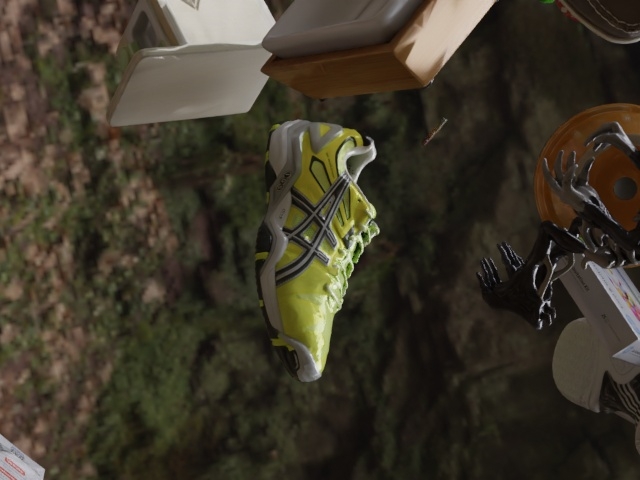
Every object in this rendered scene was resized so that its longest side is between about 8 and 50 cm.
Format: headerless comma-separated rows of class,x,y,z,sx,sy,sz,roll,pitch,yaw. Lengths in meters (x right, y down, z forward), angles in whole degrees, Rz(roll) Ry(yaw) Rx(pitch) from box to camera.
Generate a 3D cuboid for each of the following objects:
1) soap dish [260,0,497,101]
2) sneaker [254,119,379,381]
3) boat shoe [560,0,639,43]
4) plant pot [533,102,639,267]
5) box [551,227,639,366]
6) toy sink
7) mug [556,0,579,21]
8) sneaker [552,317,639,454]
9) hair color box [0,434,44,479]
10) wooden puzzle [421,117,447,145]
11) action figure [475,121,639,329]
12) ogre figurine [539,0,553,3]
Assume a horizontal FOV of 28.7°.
soap dish,0.079,-0.284,1.567,0.118,0.229,0.291,48,-23,-26
sneaker,0.000,0.000,1.674,0.145,0.147,0.384,65,24,-63
boat shoe,0.249,-0.342,1.209,0.097,0.116,0.324,-106,171,-84
plant pot,0.358,-0.063,1.484,0.188,0.205,0.205,-23,100,-81
box,0.318,0.069,1.357,0.186,0.038,0.145,20,36,-57
toy sink,-0.194,-0.262,1.734,0.131,0.234,0.153,62,-38,22
mug,0.424,-0.374,1.861,0.169,0.113,0.150,164,-62,-71
sneaker,0.458,0.197,1.521,0.366,0.210,0.137,33,-72,64
hair color box,-0.378,0.306,1.443,0.093,0.053,0.167,46,20,-26
wooden puzzle,0.165,-0.158,1.814,0.006,0.049,0.083,41,10,3
action figure,0.261,-0.033,1.113,0.276,0.164,0.141,-37,-100,31
ogre figurine,0.300,-0.329,1.451,0.097,0.197,0.118,56,11,25
